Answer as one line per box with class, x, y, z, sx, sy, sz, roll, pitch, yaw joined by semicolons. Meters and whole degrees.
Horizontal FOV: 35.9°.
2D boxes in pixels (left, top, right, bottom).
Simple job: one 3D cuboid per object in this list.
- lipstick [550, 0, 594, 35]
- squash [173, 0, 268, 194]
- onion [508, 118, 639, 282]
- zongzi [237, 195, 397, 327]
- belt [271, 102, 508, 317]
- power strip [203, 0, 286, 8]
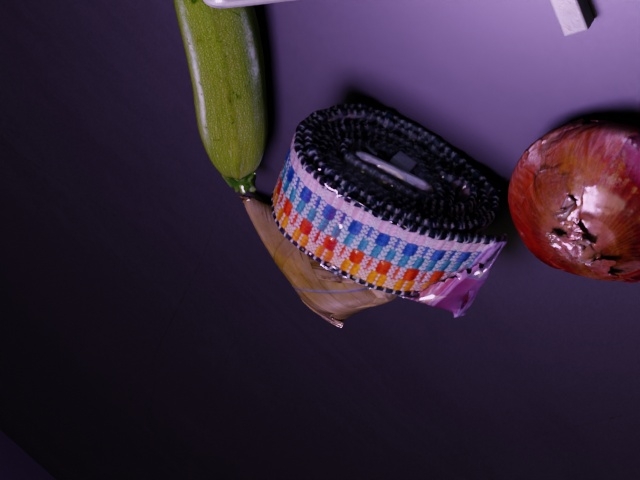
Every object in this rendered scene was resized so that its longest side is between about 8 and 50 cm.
lipstick;0.260;-0.289;1.077;0.030;0.030;0.129;-9;121;39
squash;-0.128;-0.231;1.335;0.107;0.107;0.395;15;135;23
onion;0.331;-0.026;1.165;0.230;0.163;0.230;12;131;14
zongzi;0.000;0.000;1.439;0.256;0.115;0.228;51;155;-4
belt;0.084;-0.042;1.292;0.295;0.207;0.160;22;134;-5
power strip;-0.010;-0.331;1.112;0.264;0.194;0.059;-8;127;-6
